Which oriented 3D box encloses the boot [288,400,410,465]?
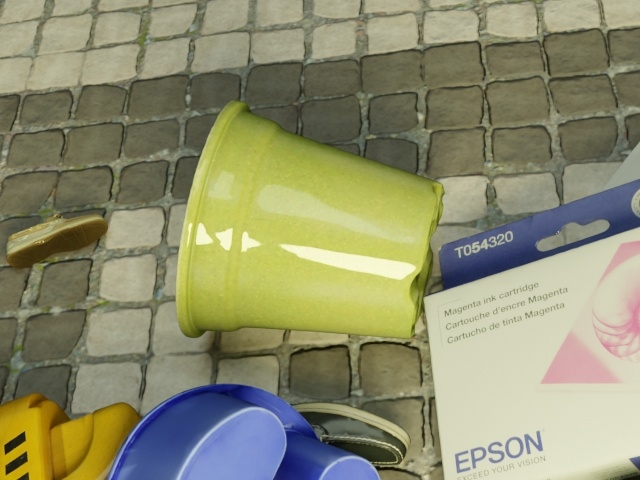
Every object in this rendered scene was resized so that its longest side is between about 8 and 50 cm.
[{"bbox_3d":[-0.035,0.258,1.366,0.237,0.085,0.178,5,55,17],"label":"boot"}]

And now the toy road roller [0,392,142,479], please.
[{"bbox_3d":[-0.261,0.297,1.281,0.241,0.202,0.329,-20,47,3],"label":"toy road roller"}]

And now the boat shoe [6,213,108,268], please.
[{"bbox_3d":[-0.340,-0.010,1.689,0.135,0.050,0.045,-19,53,-4],"label":"boat shoe"}]

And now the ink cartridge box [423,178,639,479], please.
[{"bbox_3d":[0.266,0.085,1.349,0.324,0.071,0.330,-20,56,23],"label":"ink cartridge box"}]

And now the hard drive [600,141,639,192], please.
[{"bbox_3d":[0.509,-0.052,1.534,0.308,0.040,0.203,26,59,31],"label":"hard drive"}]

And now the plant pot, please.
[{"bbox_3d":[0.000,0.000,1.486,0.254,0.276,0.276,12,52,7],"label":"plant pot"}]

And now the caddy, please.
[{"bbox_3d":[-0.095,0.298,1.212,0.179,0.241,0.341,-10,53,61],"label":"caddy"}]
